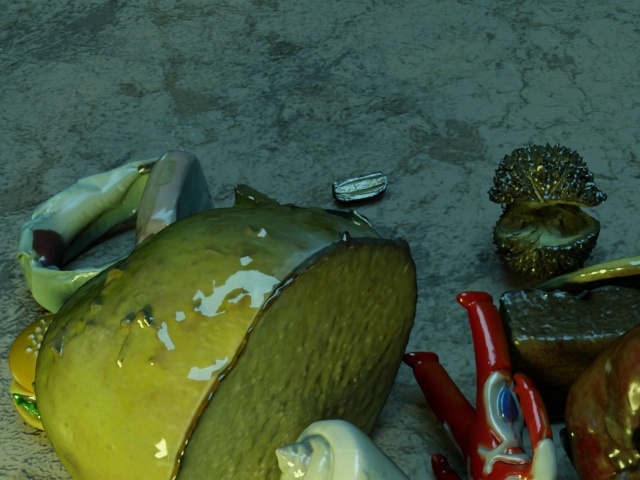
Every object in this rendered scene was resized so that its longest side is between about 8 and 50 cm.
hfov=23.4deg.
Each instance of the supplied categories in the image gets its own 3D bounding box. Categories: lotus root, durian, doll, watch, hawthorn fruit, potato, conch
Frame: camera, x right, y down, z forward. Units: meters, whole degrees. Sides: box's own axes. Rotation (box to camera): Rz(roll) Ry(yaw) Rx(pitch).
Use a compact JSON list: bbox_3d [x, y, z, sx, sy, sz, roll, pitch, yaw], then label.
[{"bbox_3d":[0.058,-0.072,2.240,0.083,0.030,0.037,-14,74,-11],"label":"lotus root"},{"bbox_3d":[0.294,-0.044,2.086,0.167,0.196,0.196,11,40,-10],"label":"durian"},{"bbox_3d":[0.202,0.251,1.762,0.099,0.188,0.384,5,46,-33],"label":"doll"},{"bbox_3d":[-0.282,-0.001,2.096,0.241,0.162,0.253,-6,37,14],"label":"watch"},{"bbox_3d":[0.439,0.203,1.712,0.308,0.308,0.325,26,46,28],"label":"hawthorn fruit"},{"bbox_3d":[-0.135,0.115,1.737,0.319,0.385,0.442,24,25,26],"label":"potato"},{"bbox_3d":[0.044,0.302,1.659,0.255,0.158,0.127,41,45,-10],"label":"conch"}]

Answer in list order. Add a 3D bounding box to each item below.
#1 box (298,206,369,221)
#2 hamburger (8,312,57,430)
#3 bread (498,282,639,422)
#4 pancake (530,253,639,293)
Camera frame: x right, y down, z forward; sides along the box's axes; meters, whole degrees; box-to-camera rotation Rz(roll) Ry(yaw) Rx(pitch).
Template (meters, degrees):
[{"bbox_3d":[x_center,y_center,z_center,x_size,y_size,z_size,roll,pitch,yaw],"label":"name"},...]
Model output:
[{"bbox_3d":[0.000,0.000,2.163,0.126,0.027,0.125,6,39,11],"label":"box"},{"bbox_3d":[-0.307,0.163,1.908,0.162,0.115,0.162,1,41,-1],"label":"hamburger"},{"bbox_3d":[0.423,0.123,1.905,0.416,0.165,0.113,-5,46,-6],"label":"bread"},{"bbox_3d":[0.389,0.044,1.977,0.250,0.250,0.031,-6,82,-6],"label":"pancake"}]
